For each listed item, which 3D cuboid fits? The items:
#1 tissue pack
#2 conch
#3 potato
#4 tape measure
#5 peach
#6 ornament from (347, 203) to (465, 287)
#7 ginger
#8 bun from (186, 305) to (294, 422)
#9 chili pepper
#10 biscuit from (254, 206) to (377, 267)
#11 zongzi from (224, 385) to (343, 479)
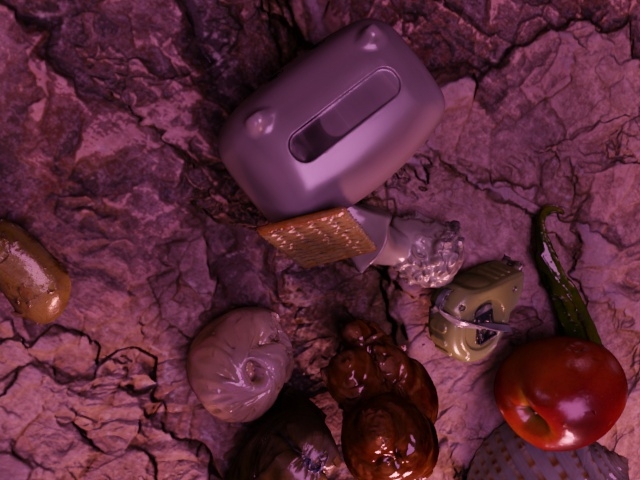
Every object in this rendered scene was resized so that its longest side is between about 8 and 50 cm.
[{"bbox_3d":[0.019,-0.173,1.265,0.333,0.236,0.229,-39,88,-7],"label":"tissue pack"},{"bbox_3d":[0.454,0.505,1.648,0.319,0.215,0.303,-41,103,-7],"label":"conch"},{"bbox_3d":[-0.446,0.041,1.257,0.105,0.085,0.188,-32,111,14],"label":"potato"},{"bbox_3d":[0.279,0.135,1.528,0.200,0.106,0.175,-16,117,-36],"label":"tape measure"},{"bbox_3d":[0.450,0.280,1.574,0.243,0.243,0.199,-15,113,-16],"label":"peach"},{"bbox_3d":[0.118,0.006,1.437,0.285,0.120,0.130,12,104,-21],"label":"ornament"},{"bbox_3d":[0.109,0.277,1.405,0.152,0.357,0.274,-14,106,14],"label":"ginger"},{"bbox_3d":[-0.123,0.208,1.396,0.193,0.128,0.178,-42,113,-8],"label":"bun"},{"bbox_3d":[0.479,0.104,1.629,0.085,0.076,0.359,-17,111,11],"label":"chili pepper"},{"bbox_3d":[0.000,0.000,1.271,0.139,0.231,0.016,-14,73,11],"label":"biscuit"},{"bbox_3d":[-0.087,0.401,1.395,0.125,0.251,0.274,41,89,-8],"label":"zongzi"}]
